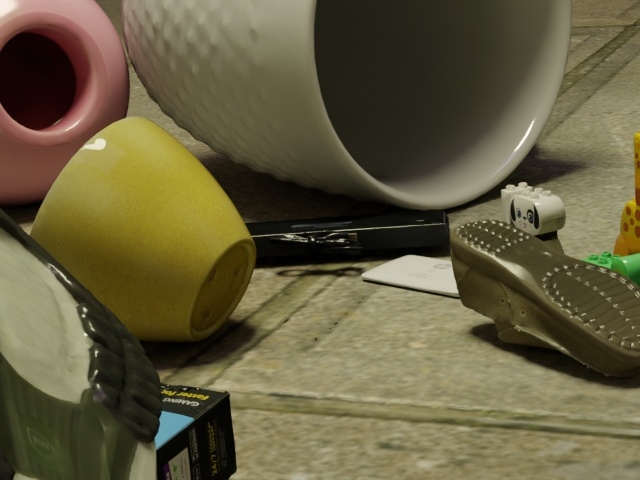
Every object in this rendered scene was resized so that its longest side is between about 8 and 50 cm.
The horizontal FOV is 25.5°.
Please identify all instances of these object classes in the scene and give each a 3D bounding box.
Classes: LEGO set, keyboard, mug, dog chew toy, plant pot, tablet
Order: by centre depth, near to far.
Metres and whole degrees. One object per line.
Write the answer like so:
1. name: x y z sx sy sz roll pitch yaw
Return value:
1. plant pot: -0.095 0.007 0.835 0.095 0.134 0.134 28 28 19
2. LEGO set: 0.195 -0.014 0.839 0.087 0.093 0.227 -11 17 -22
3. tablet: 0.074 0.021 0.916 0.083 0.006 0.054 10 21 42
4. keyboard: 0.000 0.000 0.987 0.180 0.023 0.108 -5 8 5
5. mug: 0.026 -0.168 1.192 0.374 0.276 0.328 23 -6 -41
6. dog chew toy: -0.308 -0.135 1.266 0.206 0.207 0.331 -15 10 -31

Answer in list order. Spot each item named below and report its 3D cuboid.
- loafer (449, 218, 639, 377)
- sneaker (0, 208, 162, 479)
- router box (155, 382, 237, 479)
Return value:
1. loafer: 0.128 0.037 0.773 0.056 0.050 0.148 -18 35 -28
2. sneaker: -0.134 0.135 0.420 0.182 0.158 0.410 -44 26 11
3. router box: -0.146 0.102 0.627 0.178 0.046 0.133 3 18 26
